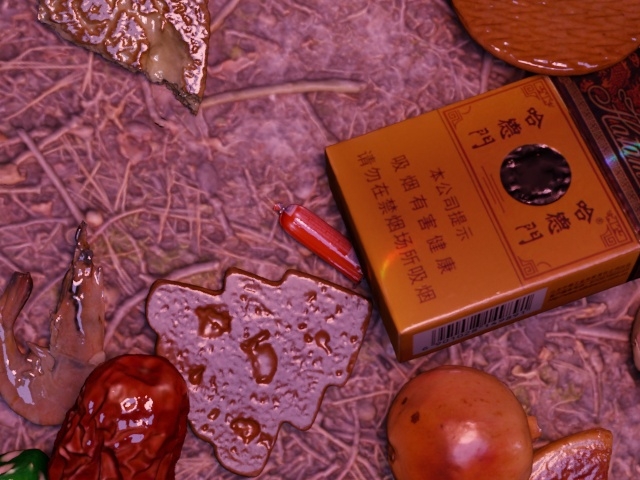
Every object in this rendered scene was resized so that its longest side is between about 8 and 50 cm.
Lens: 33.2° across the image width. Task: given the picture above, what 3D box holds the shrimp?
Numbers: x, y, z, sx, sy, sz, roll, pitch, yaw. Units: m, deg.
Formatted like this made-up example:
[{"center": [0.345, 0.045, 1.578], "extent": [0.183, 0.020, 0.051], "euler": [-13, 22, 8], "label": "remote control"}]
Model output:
[{"center": [-0.332, 0.099, 1.301], "extent": [0.145, 0.059, 0.254], "euler": [1, 100, 2], "label": "shrimp"}]

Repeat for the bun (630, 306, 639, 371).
[{"center": [0.513, 0.134, 1.361], "extent": [0.239, 0.141, 0.239], "euler": [0, 82, -1], "label": "bun"}]

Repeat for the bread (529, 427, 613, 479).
[{"center": [0.306, 0.316, 1.403], "extent": [0.136, 0.054, 0.154], "euler": [5, 89, -9], "label": "bread"}]

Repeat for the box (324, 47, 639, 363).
[{"center": [0.241, -0.051, 1.275], "extent": [0.416, 0.115, 0.264], "euler": [-19, 63, -4], "label": "box"}]

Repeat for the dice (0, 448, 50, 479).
[{"center": [-0.375, 0.331, 1.281], "extent": [0.128, 0.120, 0.130], "euler": [-19, 96, -5], "label": "dice"}]

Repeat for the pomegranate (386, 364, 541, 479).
[{"center": [0.172, 0.249, 1.321], "extent": [0.191, 0.191, 0.191], "euler": [-1, 95, -7], "label": "pomegranate"}]

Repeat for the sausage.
[{"center": [0.000, 0.000, 1.340], "extent": [0.145, 0.048, 0.050], "euler": [36, 124, -9], "label": "sausage"}]

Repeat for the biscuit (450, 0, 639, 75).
[{"center": [0.279, -0.307, 1.303], "extent": [0.262, 0.037, 0.261], "euler": [1, 68, -3], "label": "biscuit"}]

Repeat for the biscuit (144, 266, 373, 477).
[{"center": [-0.069, 0.145, 1.342], "extent": [0.302, 0.043, 0.278], "euler": [-21, 96, -3], "label": "biscuit"}]

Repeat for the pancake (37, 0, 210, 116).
[{"center": [-0.248, -0.310, 1.277], "extent": [0.197, 0.054, 0.376], "euler": [-28, 96, -6], "label": "pancake"}]

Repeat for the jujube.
[{"center": [-0.231, 0.231, 1.250], "extent": [0.155, 0.155, 0.230], "euler": [15, 122, -9], "label": "jujube"}]
